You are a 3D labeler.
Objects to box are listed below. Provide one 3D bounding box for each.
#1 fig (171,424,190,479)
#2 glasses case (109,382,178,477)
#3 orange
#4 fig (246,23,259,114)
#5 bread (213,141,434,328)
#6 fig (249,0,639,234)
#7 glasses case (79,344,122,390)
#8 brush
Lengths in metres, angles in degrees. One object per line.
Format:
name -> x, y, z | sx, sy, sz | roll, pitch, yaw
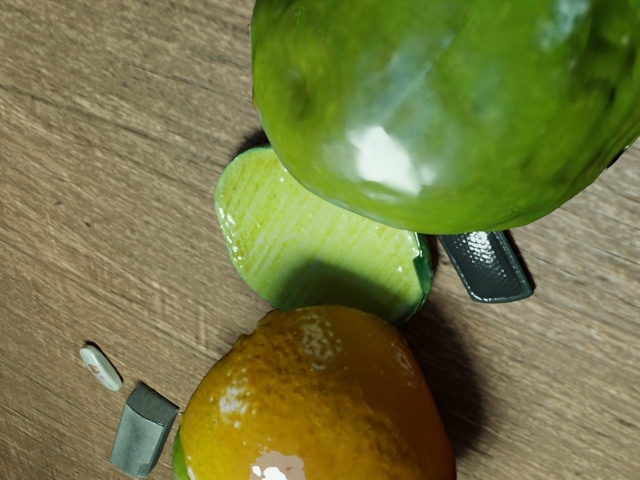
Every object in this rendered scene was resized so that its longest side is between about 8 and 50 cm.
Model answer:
fig -> -0.079, 0.244, 0.901 | 0.181, 0.181, 0.191 | 41, 164, -3
glasses case -> -0.271, 0.294, 1.165 | 0.071, 0.047, 0.205 | 33, 137, 5
orange -> 0.010, 0.224, 0.765 | 0.274, 0.274, 0.310 | 28, 160, 12
fig -> -0.037, -0.137, 0.628 | 0.050, 0.050, 0.083 | -8, 106, 39
bread -> 0.000, 0.000, 0.730 | 0.229, 0.033, 0.228 | 19, 136, 19
fig -> 0.116, -0.129, 0.398 | 0.314, 0.233, 0.233 | -18, 114, 38
glasses case -> -0.319, 0.185, 1.121 | 0.032, 0.021, 0.083 | -11, 119, 38
brush -> 0.115, -0.020, 0.643 | 0.063, 0.016, 0.193 | -13, 118, 40
